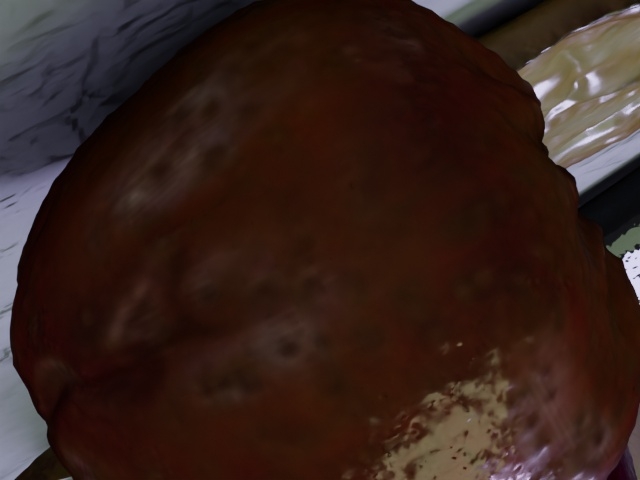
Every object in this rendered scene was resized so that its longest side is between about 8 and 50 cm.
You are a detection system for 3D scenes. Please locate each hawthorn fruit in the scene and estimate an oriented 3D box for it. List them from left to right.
[{"bbox_3d":[-0.014,0.026,0.498,0.200,0.179,0.179,-25,169,8],"label":"hawthorn fruit"}]

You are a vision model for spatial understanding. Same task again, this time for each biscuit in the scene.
[{"bbox_3d":[0.107,-0.068,0.718,0.260,0.041,0.203,-19,167,-39],"label":"biscuit"}]

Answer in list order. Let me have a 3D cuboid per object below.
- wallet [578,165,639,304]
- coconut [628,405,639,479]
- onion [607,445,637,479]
[{"bbox_3d":[0.216,0.017,1.163,0.250,0.044,0.149,-38,126,25],"label":"wallet"},{"bbox_3d":[0.367,0.115,1.316,0.352,0.352,0.352,-29,168,-6],"label":"coconut"},{"bbox_3d":[0.061,0.158,0.993,0.260,0.282,0.336,-48,161,-10],"label":"onion"}]
